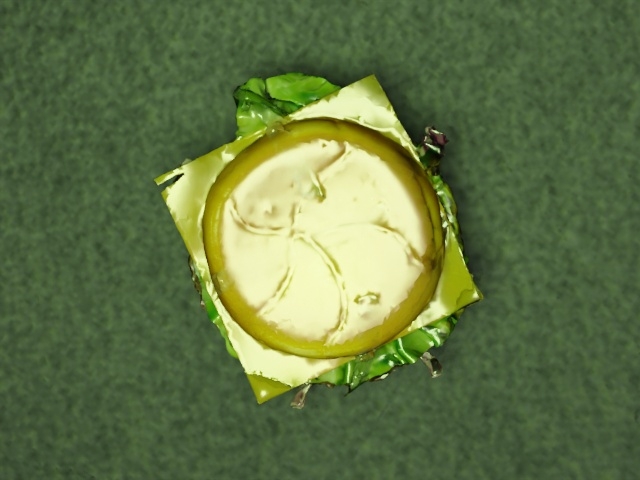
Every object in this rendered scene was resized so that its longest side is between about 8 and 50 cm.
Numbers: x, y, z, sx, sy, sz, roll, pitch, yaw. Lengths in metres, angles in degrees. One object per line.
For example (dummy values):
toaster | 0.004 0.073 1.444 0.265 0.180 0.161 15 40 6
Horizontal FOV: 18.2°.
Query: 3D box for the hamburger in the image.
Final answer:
hamburger | 0.001 -0.004 1.131 0.164 0.093 0.190 -13 97 3
